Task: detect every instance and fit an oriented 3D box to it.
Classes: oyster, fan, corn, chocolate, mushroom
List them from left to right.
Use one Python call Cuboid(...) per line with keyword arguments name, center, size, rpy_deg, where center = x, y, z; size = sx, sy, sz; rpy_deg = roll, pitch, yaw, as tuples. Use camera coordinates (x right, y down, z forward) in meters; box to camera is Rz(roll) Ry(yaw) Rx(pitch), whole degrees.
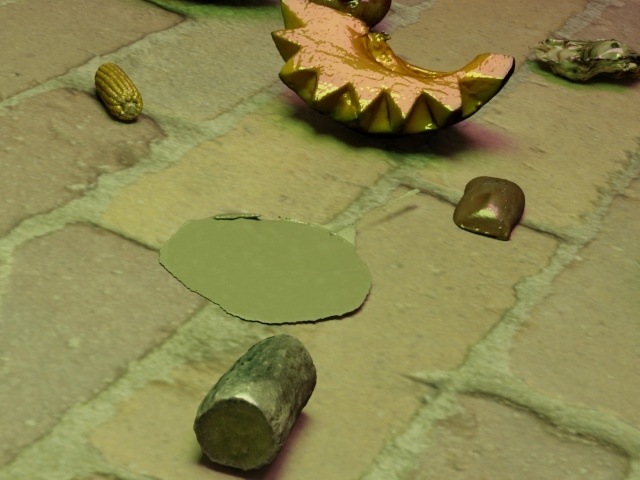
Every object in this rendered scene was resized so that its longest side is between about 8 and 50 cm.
Cuboid(name="corn", center=(-0.205, -0.151, 1.445), size=(0.037, 0.037, 0.092), rpy_deg=(0, 27, -24))
Cuboid(name="fan", center=(0.000, 0.001, 1.261), size=(0.182, 0.010, 0.310), rpy_deg=(29, 34, 29))
Cuboid(name="mushroom", center=(0.026, -0.308, 1.790), size=(0.127, 0.087, 0.127), rpy_deg=(11, 30, -7))
Cuboid(name="chocolate", center=(0.163, -0.038, 1.388), size=(0.064, 0.031, 0.101), rpy_deg=(14, 28, 14))
Cuboid(name="oyster", center=(0.350, -0.227, 1.811), size=(0.165, 0.053, 0.108), rpy_deg=(-3, 11, -14))

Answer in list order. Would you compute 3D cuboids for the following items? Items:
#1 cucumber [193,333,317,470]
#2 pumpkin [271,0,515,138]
Cuboid(name="cucumber", center=(-0.042, 0.109, 0.987), size=(0.064, 0.064, 0.112), rpy_deg=(18, 25, 10))
Cuboid(name="pumpkin", center=(0.064, -0.148, 1.516), size=(0.253, 0.149, 0.130), rpy_deg=(16, 67, 7))
